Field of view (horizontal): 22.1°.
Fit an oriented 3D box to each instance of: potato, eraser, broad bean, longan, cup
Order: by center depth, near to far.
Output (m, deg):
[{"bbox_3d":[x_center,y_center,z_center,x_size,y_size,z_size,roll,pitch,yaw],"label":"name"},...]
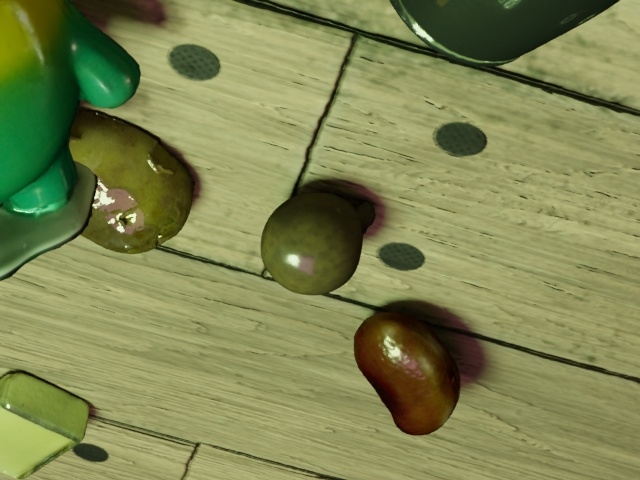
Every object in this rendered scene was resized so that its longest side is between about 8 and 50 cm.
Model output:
[{"bbox_3d":[0.122,-0.240,1.167,0.223,0.169,0.176,48,146,-2],"label":"cup"},{"bbox_3d":[0.000,0.000,1.575,0.119,0.106,0.106,-28,147,-17],"label":"longan"},{"bbox_3d":[-0.226,-0.045,1.587,0.200,0.081,0.164,21,145,-8],"label":"potato"},{"bbox_3d":[0.093,0.136,1.738,0.114,0.084,0.165,-8,134,33],"label":"broad bean"},{"bbox_3d":[-0.374,0.229,2.021,0.117,0.058,0.172,29,141,-23],"label":"eraser"}]

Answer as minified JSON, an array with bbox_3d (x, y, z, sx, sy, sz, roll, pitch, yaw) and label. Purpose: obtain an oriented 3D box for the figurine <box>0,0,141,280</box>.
[{"bbox_3d":[-0.316,-0.138,1.351,0.323,0.231,0.340,-13,135,-1],"label":"figurine"}]
